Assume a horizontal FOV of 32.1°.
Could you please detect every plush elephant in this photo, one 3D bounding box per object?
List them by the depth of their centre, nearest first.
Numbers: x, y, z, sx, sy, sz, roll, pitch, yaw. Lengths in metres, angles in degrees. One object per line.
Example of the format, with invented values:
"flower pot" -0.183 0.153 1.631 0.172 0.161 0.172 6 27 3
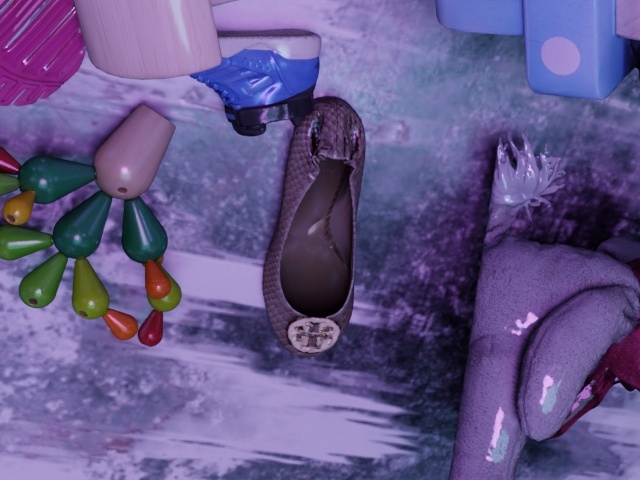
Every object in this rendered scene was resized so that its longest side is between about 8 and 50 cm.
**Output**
"plush elephant" 0.257 0.086 0.944 0.256 0.272 0.329 8 93 9

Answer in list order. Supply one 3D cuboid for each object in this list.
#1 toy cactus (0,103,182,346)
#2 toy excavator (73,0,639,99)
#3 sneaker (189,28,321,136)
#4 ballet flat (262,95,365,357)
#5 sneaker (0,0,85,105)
"toy cactus" -0.178 -0.024 0.884 0.219 0.112 0.180 35 86 -25
"toy excavator" 0.110 -0.210 0.782 0.433 0.445 0.222 -43 132 -43
"sneaker" -0.075 -0.120 0.865 0.152 0.058 0.084 -3 111 -20
"ballet flat" 0.000 0.000 0.952 0.084 0.058 0.249 1 118 -14
"sneaker" -0.255 -0.191 0.759 0.103 0.111 0.252 -39 143 2
